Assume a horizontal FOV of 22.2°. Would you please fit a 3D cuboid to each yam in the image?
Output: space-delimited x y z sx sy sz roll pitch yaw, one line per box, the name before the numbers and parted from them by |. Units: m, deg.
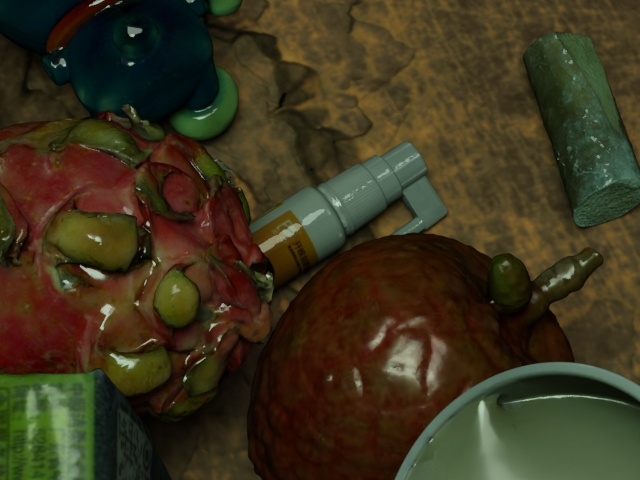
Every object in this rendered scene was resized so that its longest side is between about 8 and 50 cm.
yam | 0.227 -0.100 1.406 0.068 0.068 0.169 -12 67 -3

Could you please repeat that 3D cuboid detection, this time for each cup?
cup | 0.214 0.270 1.071 0.237 0.327 0.322 0 72 38

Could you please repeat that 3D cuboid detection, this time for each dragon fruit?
dragon fruit | -0.177 0.029 1.232 0.269 0.250 0.291 -11 18 -44

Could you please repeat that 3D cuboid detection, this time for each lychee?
lychee | 0.083 0.106 1.220 0.300 0.255 0.255 -30 62 28

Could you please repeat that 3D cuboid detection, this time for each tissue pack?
tissue pack | -0.168 0.316 1.112 0.124 0.288 0.394 -5 66 3

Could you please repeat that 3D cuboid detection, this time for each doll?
doll | -0.194 -0.228 1.420 0.198 0.186 0.322 -33 71 -12

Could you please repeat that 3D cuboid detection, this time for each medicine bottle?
medicine bottle | 0.000 0.000 1.378 0.221 0.061 0.092 -33 93 -12
